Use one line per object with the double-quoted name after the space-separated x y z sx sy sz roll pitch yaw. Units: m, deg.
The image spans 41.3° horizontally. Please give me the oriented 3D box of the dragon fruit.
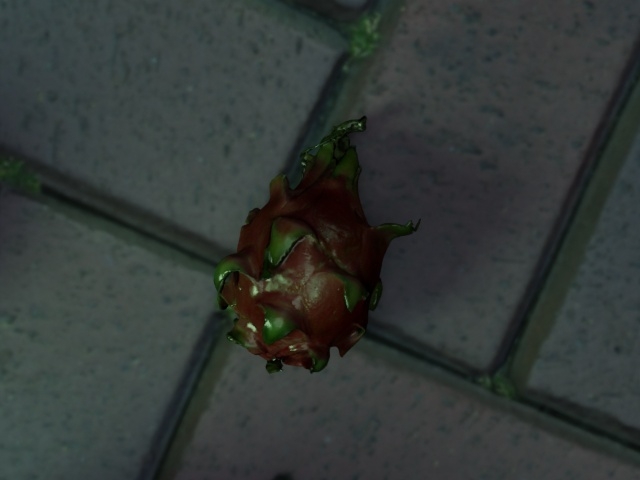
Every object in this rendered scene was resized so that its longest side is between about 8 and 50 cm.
0.003 0.001 0.723 0.137 0.135 0.236 30 70 2 "dragon fruit"
